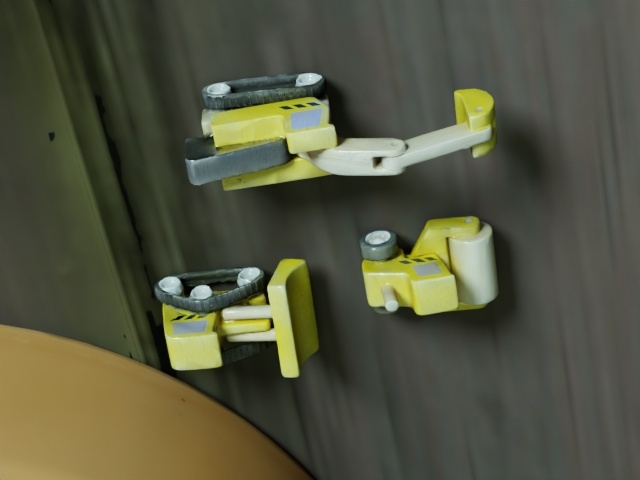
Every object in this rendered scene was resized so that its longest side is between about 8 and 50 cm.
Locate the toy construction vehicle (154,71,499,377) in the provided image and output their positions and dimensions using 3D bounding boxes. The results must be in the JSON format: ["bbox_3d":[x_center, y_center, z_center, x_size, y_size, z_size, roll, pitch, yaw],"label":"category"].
[{"bbox_3d":[0.000,0.000,0.405,0.098,0.035,0.086,-4,120,2],"label":"toy construction vehicle"}]

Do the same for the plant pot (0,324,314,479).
[{"bbox_3d":[-0.118,0.198,0.422,0.291,0.203,0.290,-1,121,-1],"label":"plant pot"}]
